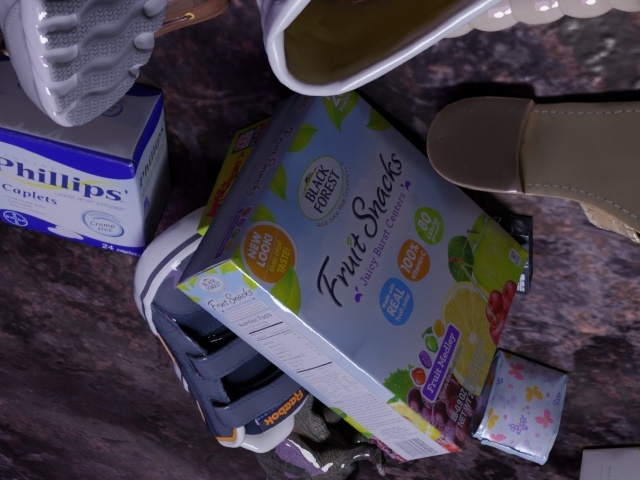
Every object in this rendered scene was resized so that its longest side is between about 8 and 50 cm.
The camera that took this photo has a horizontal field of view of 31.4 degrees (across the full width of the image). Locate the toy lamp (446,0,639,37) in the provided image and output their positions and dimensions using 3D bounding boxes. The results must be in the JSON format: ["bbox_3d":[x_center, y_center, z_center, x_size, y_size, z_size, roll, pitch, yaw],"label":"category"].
[{"bbox_3d":[0.108,-0.124,0.594,0.275,0.080,0.080,-3,143,33],"label":"toy lamp"}]

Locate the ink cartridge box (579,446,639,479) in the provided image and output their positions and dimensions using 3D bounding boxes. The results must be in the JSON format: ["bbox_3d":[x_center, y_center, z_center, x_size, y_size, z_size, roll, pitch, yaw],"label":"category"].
[{"bbox_3d":[0.331,0.254,1.115,0.198,0.067,0.115,-12,138,37],"label":"ink cartridge box"}]

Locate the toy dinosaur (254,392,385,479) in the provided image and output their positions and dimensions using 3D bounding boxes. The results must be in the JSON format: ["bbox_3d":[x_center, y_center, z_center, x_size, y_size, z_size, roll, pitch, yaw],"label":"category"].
[{"bbox_3d":[-0.009,0.215,1.180,0.160,0.121,0.313,-7,148,14],"label":"toy dinosaur"}]

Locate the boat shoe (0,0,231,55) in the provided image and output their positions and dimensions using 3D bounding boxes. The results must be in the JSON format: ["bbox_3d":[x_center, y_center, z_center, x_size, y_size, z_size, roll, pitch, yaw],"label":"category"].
[{"bbox_3d":[-0.133,-0.141,0.724,0.178,0.064,0.060,-13,138,36],"label":"boat shoe"}]

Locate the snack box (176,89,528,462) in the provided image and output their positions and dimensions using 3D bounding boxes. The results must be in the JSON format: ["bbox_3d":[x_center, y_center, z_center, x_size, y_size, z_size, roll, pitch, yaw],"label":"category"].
[{"bbox_3d":[0.031,0.019,0.765,0.207,0.174,0.070,39,143,-20],"label":"snack box"}]

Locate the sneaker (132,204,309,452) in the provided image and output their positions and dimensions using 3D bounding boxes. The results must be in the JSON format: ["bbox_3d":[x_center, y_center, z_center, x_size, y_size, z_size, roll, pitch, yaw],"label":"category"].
[{"bbox_3d":[-0.066,0.086,0.965,0.127,0.126,0.321,50,166,21],"label":"sneaker"}]

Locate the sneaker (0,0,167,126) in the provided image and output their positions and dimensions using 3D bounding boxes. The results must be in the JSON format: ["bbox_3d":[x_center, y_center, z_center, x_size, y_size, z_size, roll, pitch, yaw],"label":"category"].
[{"bbox_3d":[-0.158,-0.196,0.601,0.115,0.105,0.281,18,129,32],"label":"sneaker"}]

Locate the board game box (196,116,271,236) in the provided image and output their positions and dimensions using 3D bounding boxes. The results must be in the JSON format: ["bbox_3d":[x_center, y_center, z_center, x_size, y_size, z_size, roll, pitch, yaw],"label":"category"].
[{"bbox_3d":[0.000,0.000,0.853,0.181,0.092,0.043,38,145,-30],"label":"board game box"}]

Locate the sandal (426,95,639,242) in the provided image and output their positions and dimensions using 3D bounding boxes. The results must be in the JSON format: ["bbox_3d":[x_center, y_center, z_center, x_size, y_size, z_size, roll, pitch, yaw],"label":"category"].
[{"bbox_3d":[0.192,-0.045,0.725,0.240,0.088,0.079,13,-179,22],"label":"sandal"}]

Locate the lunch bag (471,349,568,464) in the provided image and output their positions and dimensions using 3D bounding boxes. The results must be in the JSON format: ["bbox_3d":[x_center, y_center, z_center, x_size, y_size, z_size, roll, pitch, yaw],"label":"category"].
[{"bbox_3d":[0.174,0.151,1.013,0.071,0.083,0.053,19,149,-3],"label":"lunch bag"}]

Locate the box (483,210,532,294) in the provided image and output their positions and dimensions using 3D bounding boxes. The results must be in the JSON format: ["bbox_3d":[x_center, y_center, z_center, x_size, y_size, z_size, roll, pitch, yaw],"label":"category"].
[{"bbox_3d":[0.128,0.008,0.872,0.067,0.018,0.083,9,148,15],"label":"box"}]

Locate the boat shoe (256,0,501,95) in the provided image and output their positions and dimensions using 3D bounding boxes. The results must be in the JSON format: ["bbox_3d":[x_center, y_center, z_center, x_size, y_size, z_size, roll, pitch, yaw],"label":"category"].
[{"bbox_3d":[0.103,-0.159,0.440,0.367,0.156,0.136,-26,138,36],"label":"boat shoe"}]

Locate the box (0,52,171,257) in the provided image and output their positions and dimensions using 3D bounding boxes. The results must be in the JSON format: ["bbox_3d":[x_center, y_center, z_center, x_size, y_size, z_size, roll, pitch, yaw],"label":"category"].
[{"bbox_3d":[-0.186,-0.062,0.871,0.126,0.072,0.137,14,149,5],"label":"box"}]
